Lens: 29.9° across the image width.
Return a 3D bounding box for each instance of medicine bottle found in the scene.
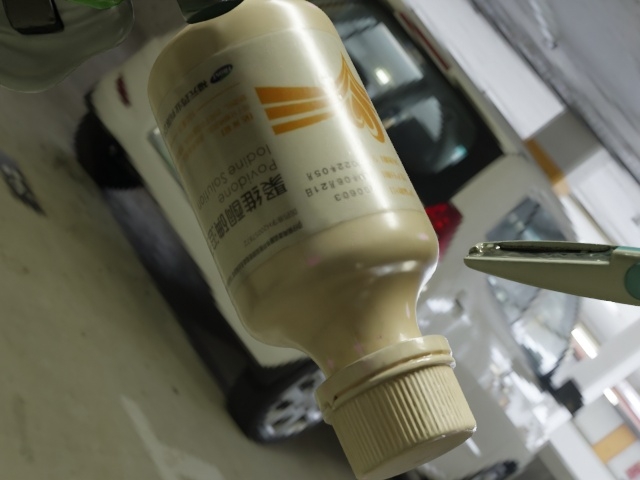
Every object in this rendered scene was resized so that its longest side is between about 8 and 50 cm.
[{"bbox_3d":[0.000,0.000,0.631,0.252,0.114,0.114,66,9,19],"label":"medicine bottle"}]

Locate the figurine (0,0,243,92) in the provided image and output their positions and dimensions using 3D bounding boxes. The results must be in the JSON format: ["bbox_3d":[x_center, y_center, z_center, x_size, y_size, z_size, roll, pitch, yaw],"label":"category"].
[{"bbox_3d":[-0.102,-0.145,0.536,0.126,0.192,0.147,63,19,-65],"label":"figurine"}]

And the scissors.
[{"bbox_3d":[0.099,0.012,0.349,0.014,0.119,0.058,-18,112,-62],"label":"scissors"}]
